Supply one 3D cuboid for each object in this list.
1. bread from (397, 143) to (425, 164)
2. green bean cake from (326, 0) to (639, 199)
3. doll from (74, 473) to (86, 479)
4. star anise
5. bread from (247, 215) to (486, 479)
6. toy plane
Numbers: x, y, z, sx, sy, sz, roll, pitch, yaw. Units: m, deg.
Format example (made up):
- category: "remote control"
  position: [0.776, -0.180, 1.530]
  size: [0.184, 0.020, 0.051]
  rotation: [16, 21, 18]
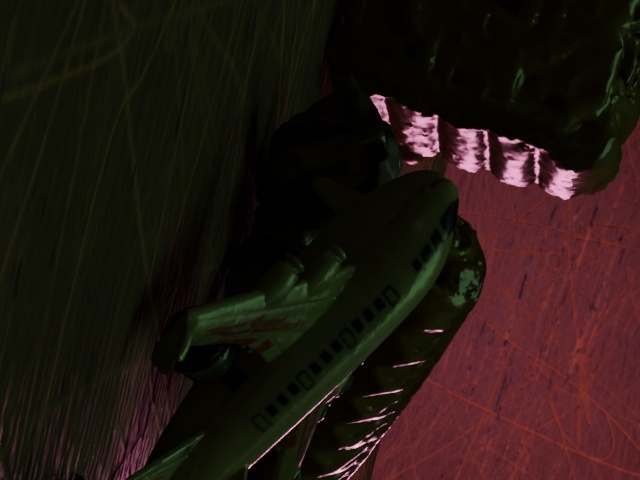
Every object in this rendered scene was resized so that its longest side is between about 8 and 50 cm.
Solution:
- category: "bread"
  position: [0.079, -0.140, 1.656]
  size: [0.200, 0.077, 0.116]
  rotation: [-52, 157, -72]
- category: "green bean cake"
  position: [0.131, -0.164, 1.391]
  size: [0.131, 0.230, 0.224]
  rotation: [68, 41, -78]
- category: "doll"
  position: [-0.062, 0.197, 0.772]
  size: [0.236, 0.213, 0.213]
  rotation: [62, 0, 9]
- category: "star anise"
  position: [0.000, 0.000, 1.175]
  size: [0.236, 0.093, 0.229]
  rotation: [104, 5, -48]
- category: "bread"
  position: [0.025, 0.097, 1.386]
  size: [0.084, 0.077, 0.367]
  rotation: [-22, 159, -32]
- category: "toy plane"
  position: [-0.018, 0.054, 1.019]
  size: [0.244, 0.092, 0.229]
  rotation: [-54, 156, -13]
